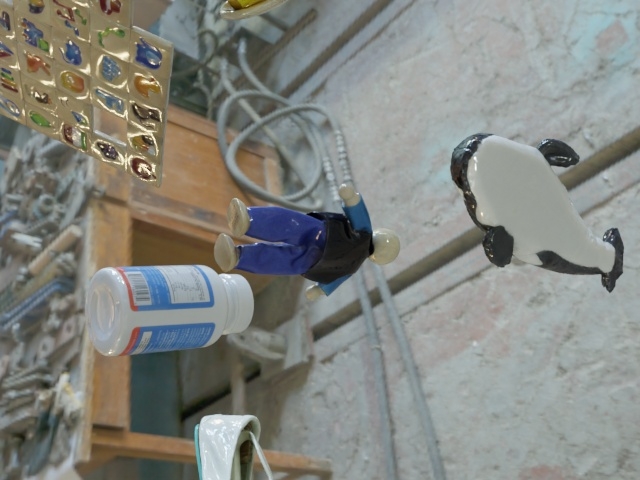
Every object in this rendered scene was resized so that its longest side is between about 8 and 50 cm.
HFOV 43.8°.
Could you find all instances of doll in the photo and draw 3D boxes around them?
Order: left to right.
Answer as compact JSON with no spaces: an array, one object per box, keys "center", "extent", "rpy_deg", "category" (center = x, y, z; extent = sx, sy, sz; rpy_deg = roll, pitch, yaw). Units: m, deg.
[{"center":[0.000,0.000,0.759],"extent":[0.046,0.189,0.129],"rpy_deg":[52,128,48],"category":"doll"}]

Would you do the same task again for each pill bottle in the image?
[{"center":[-0.211,0.097,1.146],"extent":[0.124,0.222,0.124],"rpy_deg":[-2,88,49],"category":"pill bottle"}]

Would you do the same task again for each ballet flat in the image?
[{"center":[-0.138,0.455,1.330],"extent":[0.139,0.139,0.400],"rpy_deg":[-47,34,30],"category":"ballet flat"}]

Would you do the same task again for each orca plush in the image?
[{"center":[0.238,-0.042,0.917],"extent":[0.102,0.287,0.151],"rpy_deg":[27,101,58],"category":"orca plush"}]

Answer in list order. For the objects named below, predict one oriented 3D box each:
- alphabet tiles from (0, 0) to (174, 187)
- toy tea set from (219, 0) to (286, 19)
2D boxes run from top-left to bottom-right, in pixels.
[{"center":[-0.233,-0.165,0.750],"extent":[0.237,0.198,0.009],"rpy_deg":[111,-174,-52],"category":"alphabet tiles"},{"center":[0.031,-0.334,0.748],"extent":[0.336,0.124,0.200],"rpy_deg":[-19,30,10],"category":"toy tea set"}]
